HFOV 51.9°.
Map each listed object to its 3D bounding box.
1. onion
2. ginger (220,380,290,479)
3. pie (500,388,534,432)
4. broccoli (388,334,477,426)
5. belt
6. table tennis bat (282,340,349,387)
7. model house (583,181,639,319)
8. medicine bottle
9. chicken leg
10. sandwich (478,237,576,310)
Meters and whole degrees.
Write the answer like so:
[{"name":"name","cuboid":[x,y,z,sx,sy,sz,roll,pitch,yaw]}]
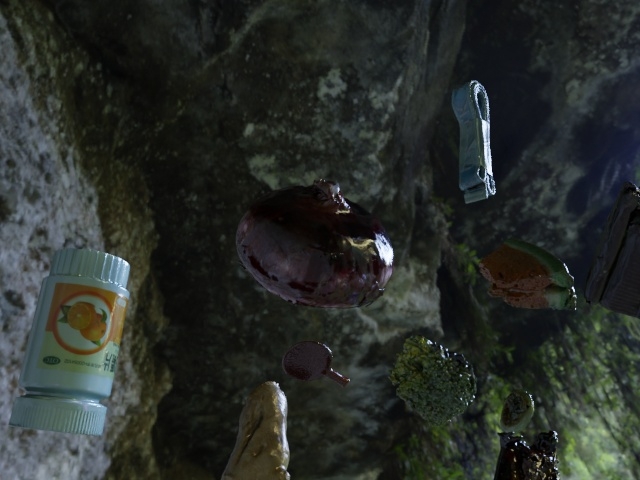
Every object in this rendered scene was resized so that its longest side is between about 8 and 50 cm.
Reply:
[{"name":"onion","cuboid":[0.000,0.000,1.241,0.314,0.314,0.232,11,-61,-21]},{"name":"ginger","cuboid":[-0.151,0.511,1.604,0.190,0.354,0.126,-14,-41,29]},{"name":"pie","cuboid":[0.348,0.303,1.172,0.021,0.084,0.084,29,-56,-14]},{"name":"broccoli","cuboid":[0.273,0.391,1.772,0.273,0.180,0.242,-6,-56,53]},{"name":"belt","cuboid":[0.362,-0.237,1.572,0.072,0.302,0.087,-14,-22,38]},{"name":"table tennis bat","cuboid":[-0.005,0.251,1.303,0.154,0.019,0.098,33,-72,-25]},{"name":"model house","cuboid":[0.683,0.042,1.265,0.282,0.297,0.317,19,-64,21]},{"name":"medicine bottle","cuboid":[-0.442,0.181,1.187,0.158,0.318,0.158,5,-18,1]},{"name":"chicken leg","cuboid":[0.245,0.319,0.815,0.105,0.234,0.063,36,-44,1]},{"name":"sandwich","cuboid":[0.543,0.089,1.790,0.212,0.292,0.109,-7,-65,-1]}]
